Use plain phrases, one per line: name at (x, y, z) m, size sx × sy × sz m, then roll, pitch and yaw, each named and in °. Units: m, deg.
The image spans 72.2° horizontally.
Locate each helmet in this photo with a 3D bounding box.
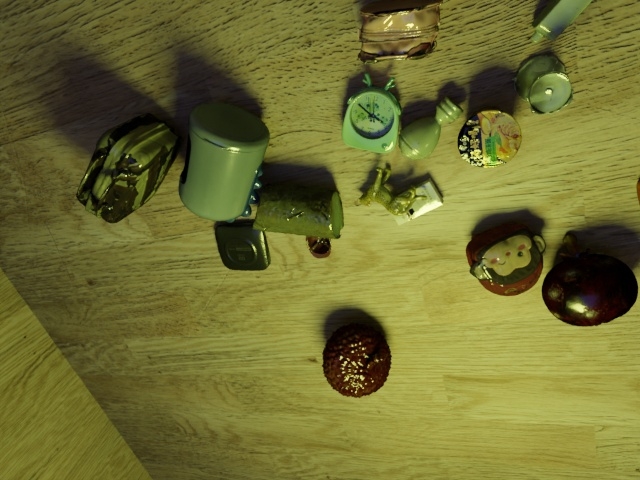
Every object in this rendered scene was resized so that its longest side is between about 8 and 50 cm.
helmet at (0.000, 0.000, 1.497) m, size 0.089 × 0.057 × 0.111 m, roll -3°, pitch 119°, yaw 17°

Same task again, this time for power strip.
power strip at (0.597, -0.585, 0.915) m, size 0.062 × 0.091 × 0.385 m, roll 34°, pitch 125°, yaw -6°

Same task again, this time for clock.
clock at (0.151, -0.355, 1.224) m, size 0.159 × 0.066 × 0.211 m, roll 16°, pitch 123°, yaw 9°

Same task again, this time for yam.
yam at (-0.080, -0.094, 1.404) m, size 0.304 × 0.168 × 0.168 m, roll 8°, pitch 122°, yaw 14°

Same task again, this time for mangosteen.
mangosteen at (0.736, 0.106, 1.227) m, size 0.235 × 0.235 × 0.262 m, roll -20°, pitch 78°, yaw 28°

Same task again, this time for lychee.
lychee at (0.132, 0.432, 1.588) m, size 0.264 × 0.264 × 0.300 m, roll 44°, pitch 145°, yaw -10°

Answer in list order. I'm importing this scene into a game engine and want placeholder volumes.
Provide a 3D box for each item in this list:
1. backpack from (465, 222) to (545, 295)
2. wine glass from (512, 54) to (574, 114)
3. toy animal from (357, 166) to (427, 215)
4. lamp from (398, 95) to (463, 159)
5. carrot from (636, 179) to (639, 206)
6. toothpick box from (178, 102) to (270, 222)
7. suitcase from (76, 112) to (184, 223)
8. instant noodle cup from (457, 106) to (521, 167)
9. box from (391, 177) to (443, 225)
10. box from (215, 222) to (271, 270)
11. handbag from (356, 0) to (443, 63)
backpack at (0.550, 0.064, 1.303) m, size 0.229 × 0.139 × 0.229 m, roll 1°, pitch 109°, yaw 2°
wine glass at (0.523, -0.358, 1.023) m, size 0.122 × 0.183 × 0.122 m, roll 8°, pitch 123°, yaw 13°
toy animal at (0.210, -0.126, 1.312) m, size 0.181 × 0.073 × 0.136 m, roll 36°, pitch 118°, yaw 17°
lamp at (0.293, -0.302, 1.193) m, size 0.106 × 0.106 × 0.193 m, roll 40°, pitch 114°, yaw -7°
carrot at (0.878, -0.059, 1.169) m, size 0.043 × 0.043 × 0.248 m, roll -14°, pitch 117°, yaw 26°
toothpick box at (-0.301, -0.211, 1.367) m, size 0.263 × 0.263 × 0.355 m, roll 27°, pitch 127°, yaw 2°
suitcase at (-0.634, -0.227, 1.408) m, size 0.194 × 0.339 × 0.351 m, roll 39°, pitch 125°, yaw -7°
instant noodle cup at (0.435, -0.279, 1.139) m, size 0.151 × 0.122 × 0.151 m, roll 9°, pitch 124°, yaw 13°
box at (0.285, -0.117, 1.337) m, size 0.154 × 0.040 × 0.084 m, roll -27°, pitch 108°, yaw 30°
box at (-0.290, 0.026, 1.623) m, size 0.212 × 0.042 × 0.201 m, roll 1°, pitch 122°, yaw 19°
handbag at (0.188, -0.508, 1.057) m, size 0.205 × 0.179 × 0.116 m, roll 3°, pitch 128°, yaw 18°
